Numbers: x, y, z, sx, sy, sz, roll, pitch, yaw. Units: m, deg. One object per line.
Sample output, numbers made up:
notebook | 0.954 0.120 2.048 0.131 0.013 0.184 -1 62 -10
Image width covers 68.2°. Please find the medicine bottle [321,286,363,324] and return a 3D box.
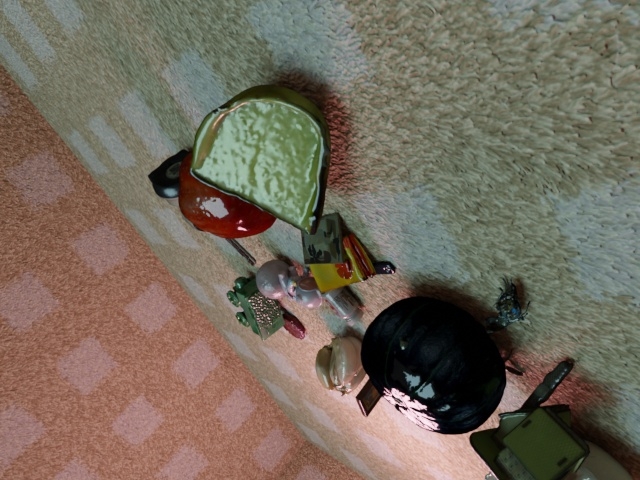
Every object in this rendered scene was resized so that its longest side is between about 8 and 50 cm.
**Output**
medicine bottle | 0.073 0.204 1.536 0.140 0.079 0.079 49 153 -8

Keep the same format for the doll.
doll | -0.098 0.159 1.650 0.287 0.151 0.151 16 142 39

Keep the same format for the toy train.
toy train | -0.288 0.283 2.051 0.201 0.145 0.266 13 129 47

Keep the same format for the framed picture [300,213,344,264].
framed picture | 0.000 0.000 1.352 0.200 0.010 0.136 -6 92 57

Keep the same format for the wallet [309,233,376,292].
wallet | 0.045 0.072 1.371 0.241 0.067 0.141 -26 91 56

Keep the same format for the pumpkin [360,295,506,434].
pumpkin | 0.281 0.315 1.195 0.363 0.266 0.363 35 153 21

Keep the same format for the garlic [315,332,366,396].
garlic | 0.093 0.477 1.773 0.184 0.203 0.281 13 147 -27

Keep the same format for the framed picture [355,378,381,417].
framed picture | 0.198 0.550 1.742 0.023 0.168 0.128 20 143 39

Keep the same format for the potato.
potato | -0.093 -0.227 1.080 0.330 0.213 0.280 25 127 -6

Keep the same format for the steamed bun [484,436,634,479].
steamed bun | 0.622 0.663 1.179 0.374 0.241 0.375 -7 81 54

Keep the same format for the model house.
model house | 0.506 0.416 1.022 0.218 0.204 0.279 50 119 42

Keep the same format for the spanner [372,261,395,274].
spanner | 0.111 0.089 1.391 0.087 0.024 0.315 53 151 -19

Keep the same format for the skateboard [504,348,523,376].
skateboard | 0.479 0.307 1.173 0.063 0.032 0.083 21 148 21

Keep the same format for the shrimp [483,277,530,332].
shrimp | 0.406 0.144 1.029 0.174 0.076 0.082 84 174 -57

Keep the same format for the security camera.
security camera | -0.437 -0.150 1.651 0.191 0.197 0.277 36 160 37

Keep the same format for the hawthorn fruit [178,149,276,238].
hawthorn fruit | -0.224 -0.135 1.312 0.330 0.287 0.287 7 136 31

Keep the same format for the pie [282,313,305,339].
pie | -0.124 0.381 2.102 0.154 0.036 0.154 34 151 22

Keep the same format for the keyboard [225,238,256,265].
keyboard | -0.328 0.039 1.933 0.166 0.017 0.055 44 153 2
